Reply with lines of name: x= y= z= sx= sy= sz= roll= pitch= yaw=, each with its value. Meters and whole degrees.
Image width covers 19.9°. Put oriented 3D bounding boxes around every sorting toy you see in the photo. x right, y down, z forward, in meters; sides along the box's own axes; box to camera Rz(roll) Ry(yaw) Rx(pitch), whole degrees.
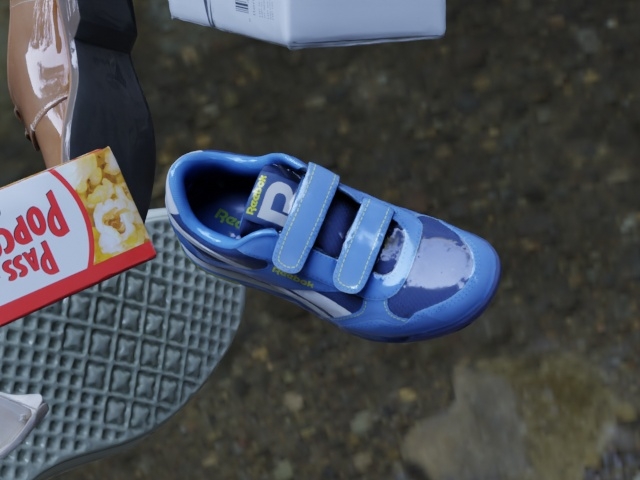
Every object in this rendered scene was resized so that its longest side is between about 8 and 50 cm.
sorting toy: x=-0.156 y=0.070 z=0.802 sx=0.083 sy=0.045 sz=0.075 roll=22 pitch=14 yaw=6

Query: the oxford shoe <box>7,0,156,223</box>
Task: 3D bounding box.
oxford shoe: x=-0.150 y=-0.074 z=1.098 sx=0.076 sy=0.076 sz=0.212 roll=-20 pitch=65 yaw=29

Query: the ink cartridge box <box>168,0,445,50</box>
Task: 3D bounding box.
ink cartridge box: x=-0.021 y=-0.273 z=1.403 sx=0.129 sy=0.223 sz=0.307 roll=-6 pitch=13 yaw=-20

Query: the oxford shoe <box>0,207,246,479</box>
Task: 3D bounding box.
oxford shoe: x=-0.233 y=0.113 z=1.311 sx=0.449 sy=0.169 sz=0.130 roll=-39 pitch=21 yaw=-34

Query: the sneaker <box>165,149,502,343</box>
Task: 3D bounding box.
sneaker: x=0.000 y=0.000 z=0.720 sx=0.144 sy=0.059 sz=0.053 roll=13 pitch=68 yaw=21

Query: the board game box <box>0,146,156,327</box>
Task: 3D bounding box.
board game box: x=-0.173 y=0.032 z=0.636 sx=0.193 sy=0.045 sz=0.147 roll=-25 pitch=3 yaw=-28
